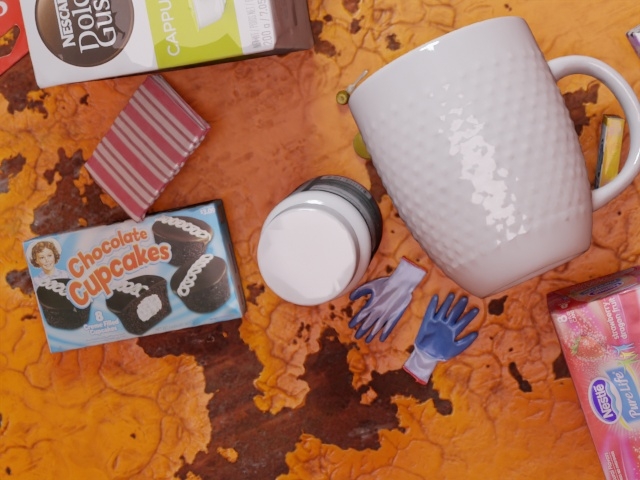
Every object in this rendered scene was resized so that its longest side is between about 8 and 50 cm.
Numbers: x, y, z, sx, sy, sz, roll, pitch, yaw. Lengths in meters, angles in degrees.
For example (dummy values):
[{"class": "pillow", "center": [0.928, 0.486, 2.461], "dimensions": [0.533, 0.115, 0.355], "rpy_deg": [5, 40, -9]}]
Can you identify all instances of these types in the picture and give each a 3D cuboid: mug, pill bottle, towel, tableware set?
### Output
[{"class": "mug", "center": [0.272, -0.119, 1.759], "dimensions": [0.374, 0.276, 0.328], "rpy_deg": [-23, 82, -4]}, {"class": "pill bottle", "center": [0.000, 0.000, 1.836], "dimensions": [0.161, 0.283, 0.161], "rpy_deg": [1, 101, 8]}, {"class": "towel", "center": [-0.267, -0.141, 1.953], "dimensions": [0.144, 0.029, 0.197], "rpy_deg": [46, 107, 25]}, {"class": "tableware set", "center": [0.085, -0.175, 1.927], "dimensions": [0.154, 0.024, 0.104], "rpy_deg": [45, 106, -3]}]

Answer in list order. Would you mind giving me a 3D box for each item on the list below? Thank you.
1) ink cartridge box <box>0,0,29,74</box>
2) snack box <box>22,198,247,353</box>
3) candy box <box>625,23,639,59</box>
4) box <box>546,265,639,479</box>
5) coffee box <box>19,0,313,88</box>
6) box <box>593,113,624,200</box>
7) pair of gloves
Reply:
[{"class": "ink cartridge box", "center": [-0.556, -0.370, 1.963], "dimensions": [0.275, 0.060, 0.239], "rpy_deg": [-37, 92, 12]}, {"class": "snack box", "center": [-0.292, 0.057, 2.001], "dimensions": [0.322, 0.060, 0.187], "rpy_deg": [-12, 98, 10]}, {"class": "candy box", "center": [0.532, -0.310, 1.765], "dimensions": [0.196, 0.165, 0.070], "rpy_deg": [-31, 94, 12]}, {"class": "box", "center": [0.453, 0.207, 1.882], "dimensions": [0.154, 0.142, 0.299], "rpy_deg": [-17, 97, 12]}, {"class": "coffee box", "center": [-0.219, -0.406, 1.764], "dimensions": [0.335, 0.338, 0.337], "rpy_deg": [-8, 99, 10]}, {"class": "box", "center": [0.422, -0.115, 1.859], "dimensions": [0.028, 0.081, 0.136], "rpy_deg": [4, 101, 7]}, {"class": "pair of gloves", "center": [0.141, 0.122, 1.972], "dimensions": [0.198, 0.023, 0.159], "rpy_deg": [35, 103, 0]}]
